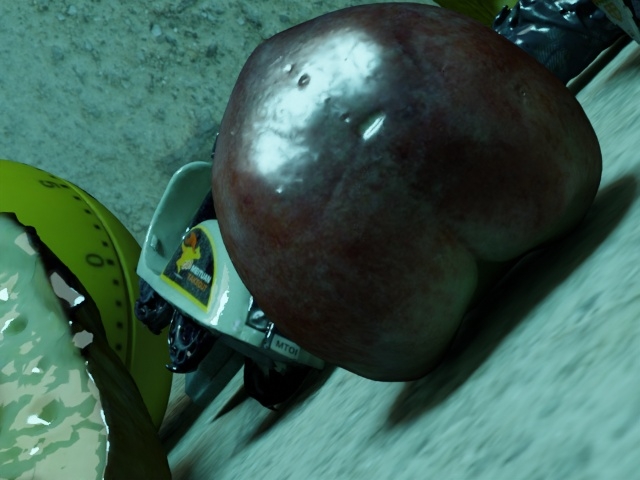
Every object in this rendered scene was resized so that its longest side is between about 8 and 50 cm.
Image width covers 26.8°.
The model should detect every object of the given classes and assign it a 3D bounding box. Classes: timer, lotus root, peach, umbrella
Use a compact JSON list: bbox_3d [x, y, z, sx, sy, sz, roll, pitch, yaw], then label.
[{"bbox_3d":[-0.275,0.104,1.169,0.376,0.376,0.387,-44,-28,15],"label":"timer"},{"bbox_3d":[-0.248,0.160,0.790,0.375,0.111,0.390,-9,48,37],"label":"lotus root"},{"bbox_3d":[0.024,-0.027,0.549,0.152,0.152,0.152,-45,4,4],"label":"peach"},{"bbox_3d":[0.122,-0.103,0.856,0.224,0.071,0.080,-47,-1,-5],"label":"umbrella"}]

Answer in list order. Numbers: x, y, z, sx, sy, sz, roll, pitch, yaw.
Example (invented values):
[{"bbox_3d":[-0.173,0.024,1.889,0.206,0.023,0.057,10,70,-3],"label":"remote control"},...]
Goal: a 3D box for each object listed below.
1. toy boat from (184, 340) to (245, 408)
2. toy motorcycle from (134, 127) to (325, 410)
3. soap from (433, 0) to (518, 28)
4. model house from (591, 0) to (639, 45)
[{"bbox_3d":[0.000,0.000,0.975,0.319,0.092,0.141,-52,3,14],"label":"toy boat"},{"bbox_3d":[-0.052,0.009,0.848,0.157,0.091,0.263,-65,25,0],"label":"toy motorcycle"},{"bbox_3d":[0.151,-0.330,0.975,0.335,0.293,0.156,-55,1,3],"label":"soap"},{"bbox_3d":[0.187,-0.168,0.730,0.167,0.088,0.117,-44,4,-5],"label":"model house"}]
